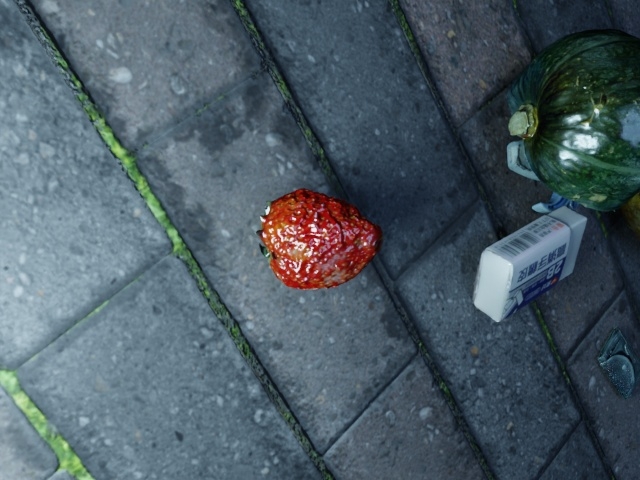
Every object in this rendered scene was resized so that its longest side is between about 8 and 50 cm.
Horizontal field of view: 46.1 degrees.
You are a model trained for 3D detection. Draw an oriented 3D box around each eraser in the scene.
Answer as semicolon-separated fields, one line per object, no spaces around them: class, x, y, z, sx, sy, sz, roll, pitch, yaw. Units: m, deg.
eraser;0.351;0.035;1.254;0.210;0.068;0.124;-25;132;-33

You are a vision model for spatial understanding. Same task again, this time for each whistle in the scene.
whistle;0.430;-0.134;1.325;0.269;0.093;0.180;6;83;-29

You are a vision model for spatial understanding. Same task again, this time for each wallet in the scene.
wallet;0.593;0.243;1.477;0.088;0.026;0.129;-50;117;-24

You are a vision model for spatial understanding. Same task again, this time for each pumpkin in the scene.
pumpkin;0.457;-0.217;1.207;0.263;0.197;0.293;0;59;-26

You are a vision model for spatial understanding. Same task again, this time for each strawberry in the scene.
strawberry;-0.004;0.004;0.971;0.131;0.148;0.131;-39;138;-47

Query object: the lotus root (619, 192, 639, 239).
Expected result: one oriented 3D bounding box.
lotus root;0.640;-0.149;1.421;0.196;0.179;0.397;-25;101;-16
